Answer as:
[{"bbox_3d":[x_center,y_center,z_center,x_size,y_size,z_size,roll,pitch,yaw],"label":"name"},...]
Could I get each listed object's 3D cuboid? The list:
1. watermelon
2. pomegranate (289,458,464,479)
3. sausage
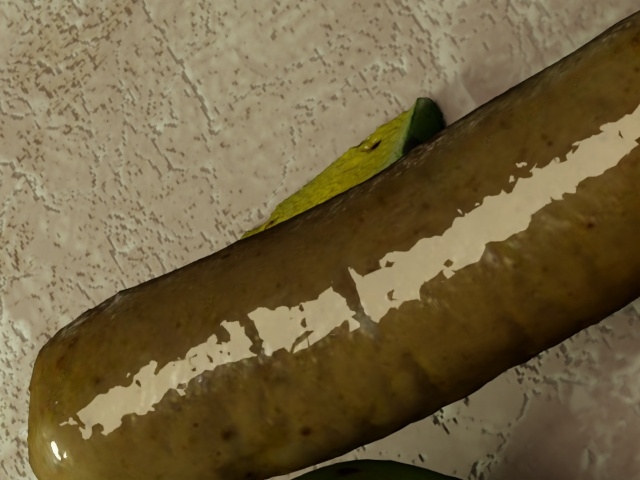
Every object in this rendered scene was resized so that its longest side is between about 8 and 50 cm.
[{"bbox_3d":[-0.005,0.003,0.995,0.181,0.075,0.092,-34,69,32],"label":"watermelon"},{"bbox_3d":[0.055,0.253,0.878,0.341,0.260,0.260,29,110,0],"label":"pomegranate"},{"bbox_3d":[0.070,0.002,0.877,0.501,0.136,0.123,-29,33,15],"label":"sausage"}]
